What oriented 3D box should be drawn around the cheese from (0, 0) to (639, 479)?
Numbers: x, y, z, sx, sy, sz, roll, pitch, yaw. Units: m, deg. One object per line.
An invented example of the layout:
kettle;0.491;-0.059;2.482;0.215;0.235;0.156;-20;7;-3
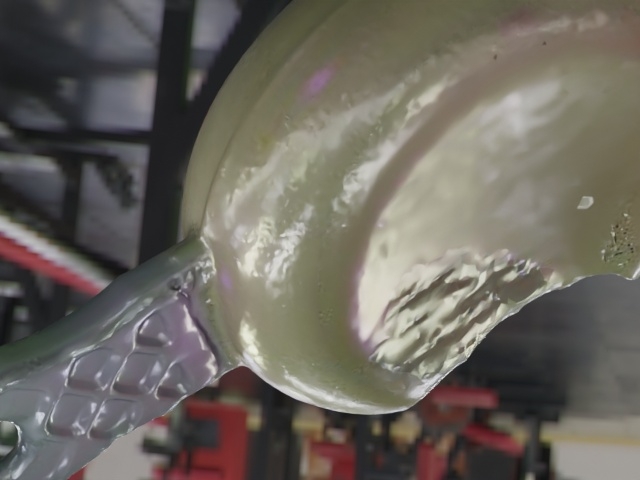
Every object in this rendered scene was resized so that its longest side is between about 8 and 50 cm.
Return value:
cheese;0.000;0.000;0.598;0.082;0.286;0.163;46;163;44
